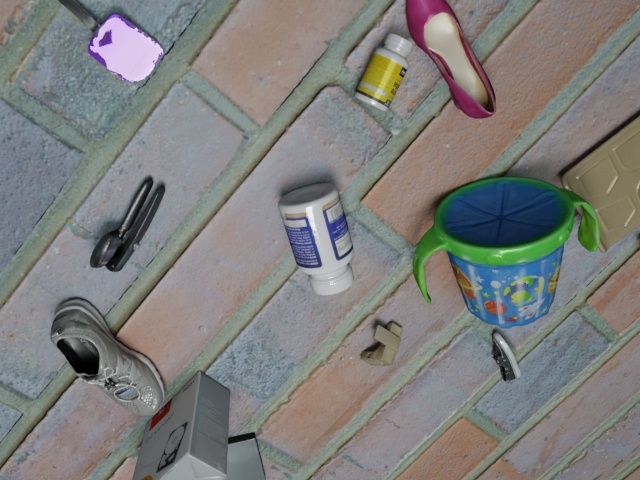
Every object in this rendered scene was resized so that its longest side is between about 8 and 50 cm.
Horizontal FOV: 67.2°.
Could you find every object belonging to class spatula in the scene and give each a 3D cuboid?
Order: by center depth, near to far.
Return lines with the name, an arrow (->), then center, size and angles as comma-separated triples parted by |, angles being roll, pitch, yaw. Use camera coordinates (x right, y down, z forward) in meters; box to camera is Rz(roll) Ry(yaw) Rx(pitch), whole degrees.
spatula -> -0.383, -0.360, 0.727 | 0.296, 0.030, 0.084 | 38, 103, -20

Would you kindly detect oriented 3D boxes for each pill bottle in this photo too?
pill bottle -> 0.109, -0.284, 0.817 | 0.065, 0.065, 0.116 | 21, 106, -16
pill bottle -> 0.000, 0.000, 0.884 | 0.111, 0.112, 0.187 | -17, 112, -2

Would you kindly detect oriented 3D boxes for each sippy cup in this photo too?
sippy cup -> 0.346, 0.033, 0.905 | 0.305, 0.240, 0.224 | 3, 130, 31

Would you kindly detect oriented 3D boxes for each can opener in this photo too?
can opener -> -0.332, -0.023, 0.852 | 0.059, 0.073, 0.186 | 36, 92, -12

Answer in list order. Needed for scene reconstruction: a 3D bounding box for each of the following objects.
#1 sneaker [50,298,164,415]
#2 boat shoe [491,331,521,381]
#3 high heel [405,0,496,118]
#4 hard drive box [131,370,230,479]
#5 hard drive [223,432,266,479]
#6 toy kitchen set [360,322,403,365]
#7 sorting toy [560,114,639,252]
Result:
sneaker -> -0.410, 0.248, 0.910 | 0.105, 0.115, 0.281 | -34, 112, 5
boat shoe -> 0.413, 0.267, 1.088 | 0.040, 0.049, 0.142 | -30, 115, 4
high heel -> 0.219, -0.313, 0.795 | 0.082, 0.117, 0.244 | -27, 113, 2
hard drive box -> -0.267, 0.400, 0.930 | 0.089, 0.232, 0.181 | 41, 99, -20
hard drive -> -0.183, 0.505, 1.097 | 0.094, 0.022, 0.135 | -11, 112, -5
toy kitchen set -> 0.119, 0.215, 1.030 | 0.068, 0.075, 0.083 | 35, 62, -23
sorting toy -> 0.643, -0.084, 0.998 | 0.229, 0.041, 0.307 | -40, 112, 3
